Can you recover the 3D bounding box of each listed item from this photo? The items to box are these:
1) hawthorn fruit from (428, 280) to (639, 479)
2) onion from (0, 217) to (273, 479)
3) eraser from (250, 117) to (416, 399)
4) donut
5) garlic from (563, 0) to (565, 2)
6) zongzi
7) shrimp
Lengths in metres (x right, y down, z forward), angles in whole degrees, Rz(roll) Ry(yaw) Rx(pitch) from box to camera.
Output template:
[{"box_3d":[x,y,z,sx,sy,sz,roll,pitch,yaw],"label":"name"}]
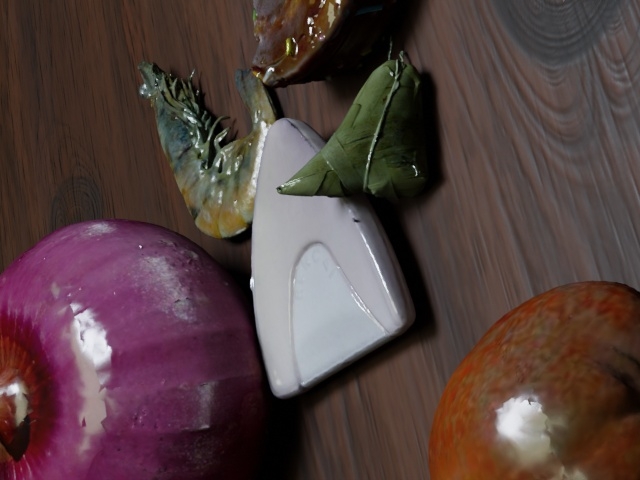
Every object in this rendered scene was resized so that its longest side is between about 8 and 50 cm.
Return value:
[{"box_3d":[0.167,0.148,0.874,0.262,0.210,0.210,118,144,-57],"label":"hawthorn fruit"},{"box_3d":[-0.216,0.155,1.342,0.358,0.345,0.358,-1,86,22],"label":"onion"},{"box_3d":[0.001,0.000,1.251,0.204,0.059,0.243,-36,60,48],"label":"eraser"},{"box_3d":[-0.002,-0.259,1.266,0.216,0.096,0.230,-59,41,29],"label":"donut"},{"box_3d":[0.143,-0.320,0.955,0.237,0.210,0.292,-49,58,32],"label":"garlic"},{"box_3d":[0.024,-0.112,1.178,0.062,0.130,0.154,98,170,-75],"label":"zongzi"},{"box_3d":[-0.118,-0.134,1.461,0.169,0.058,0.296,-52,48,28],"label":"shrimp"}]
